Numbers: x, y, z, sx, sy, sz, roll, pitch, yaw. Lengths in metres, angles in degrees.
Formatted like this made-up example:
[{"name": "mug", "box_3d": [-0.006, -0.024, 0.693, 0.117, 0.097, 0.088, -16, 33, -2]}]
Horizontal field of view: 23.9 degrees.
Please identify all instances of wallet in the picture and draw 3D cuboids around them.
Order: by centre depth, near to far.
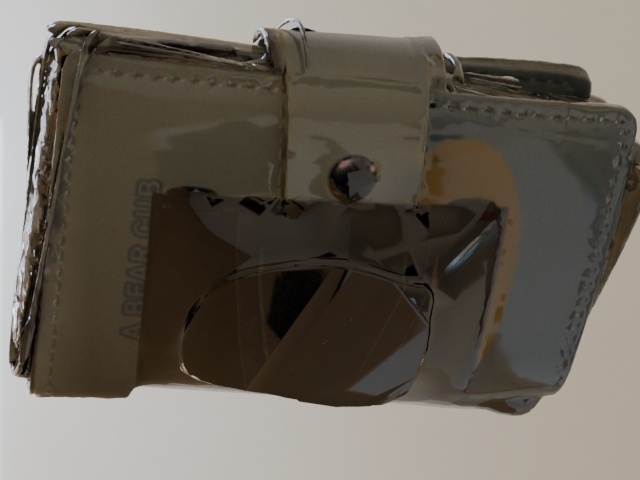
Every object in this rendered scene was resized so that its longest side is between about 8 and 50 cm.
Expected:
[{"name": "wallet", "box_3d": [0.000, 0.000, 0.581, 0.069, 0.231, 0.170, -110, -151, -55]}]
